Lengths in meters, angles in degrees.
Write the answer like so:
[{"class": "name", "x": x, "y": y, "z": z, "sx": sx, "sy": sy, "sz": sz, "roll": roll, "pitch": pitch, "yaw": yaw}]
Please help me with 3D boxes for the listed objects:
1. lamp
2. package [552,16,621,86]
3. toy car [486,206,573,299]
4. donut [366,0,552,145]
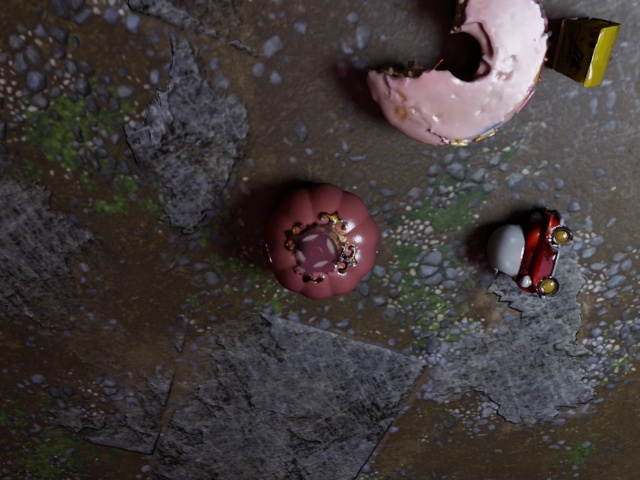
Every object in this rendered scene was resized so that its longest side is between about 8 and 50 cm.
[{"class": "lamp", "x": 0.000, "y": 0.000, "z": 0.757, "sx": 0.181, "sy": 0.140, "sz": 0.182, "roll": 0, "pitch": 102, "yaw": 0}, {"class": "package", "x": 0.339, "y": -0.239, "z": 0.612, "sx": 0.047, "sy": 0.131, "sz": 0.071, "roll": 4, "pitch": 118, "yaw": 4}, {"class": "toy car", "x": 0.328, "y": 0.014, "z": 0.785, "sx": 0.112, "sy": 0.112, "sz": 0.139, "roll": 12, "pitch": 111, "yaw": 12}, {"class": "donut", "x": 0.187, "y": -0.234, "z": 0.640, "sx": 0.199, "sy": 0.085, "sz": 0.233, "roll": 34, "pitch": 115, "yaw": -17}]
